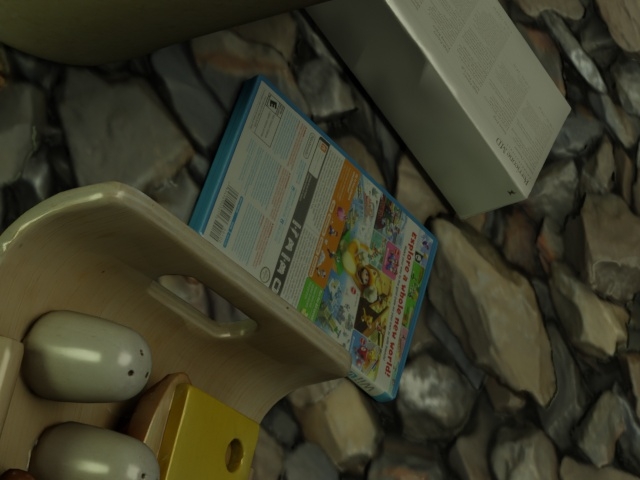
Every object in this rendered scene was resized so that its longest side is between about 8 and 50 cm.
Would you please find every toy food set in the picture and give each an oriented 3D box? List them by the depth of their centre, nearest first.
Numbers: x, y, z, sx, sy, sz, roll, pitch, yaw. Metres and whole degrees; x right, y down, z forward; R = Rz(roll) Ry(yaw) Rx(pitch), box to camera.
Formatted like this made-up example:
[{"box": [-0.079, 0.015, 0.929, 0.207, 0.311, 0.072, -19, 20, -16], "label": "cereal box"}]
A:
[{"box": [-0.071, 0.158, 0.646, 0.220, 0.092, 0.306, 40, 59, -56], "label": "toy food set"}]

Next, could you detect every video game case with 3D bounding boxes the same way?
[{"box": [0.000, 0.000, 0.915, 0.166, 0.015, 0.119, 41, 49, -30], "label": "video game case"}]

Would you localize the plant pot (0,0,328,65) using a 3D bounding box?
[{"box": [-0.044, -0.229, 0.729, 0.334, 0.305, 0.334, 20, 62, -43], "label": "plant pot"}]

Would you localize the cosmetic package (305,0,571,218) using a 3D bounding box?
[{"box": [0.058, -0.135, 0.990, 0.239, 0.060, 0.099, 52, 43, -21], "label": "cosmetic package"}]
